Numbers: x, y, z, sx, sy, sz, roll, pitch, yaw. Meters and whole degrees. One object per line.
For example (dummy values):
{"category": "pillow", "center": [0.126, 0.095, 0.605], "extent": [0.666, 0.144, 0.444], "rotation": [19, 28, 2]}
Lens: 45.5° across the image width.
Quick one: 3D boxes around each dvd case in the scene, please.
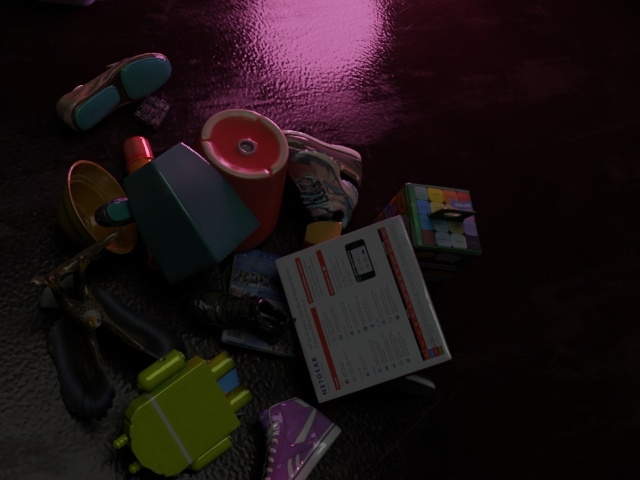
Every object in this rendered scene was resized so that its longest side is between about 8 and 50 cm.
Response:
{"category": "dvd case", "center": [-0.125, 0.141, 1.741], "extent": [0.180, 0.022, 0.253], "rotation": [16, 57, -17]}

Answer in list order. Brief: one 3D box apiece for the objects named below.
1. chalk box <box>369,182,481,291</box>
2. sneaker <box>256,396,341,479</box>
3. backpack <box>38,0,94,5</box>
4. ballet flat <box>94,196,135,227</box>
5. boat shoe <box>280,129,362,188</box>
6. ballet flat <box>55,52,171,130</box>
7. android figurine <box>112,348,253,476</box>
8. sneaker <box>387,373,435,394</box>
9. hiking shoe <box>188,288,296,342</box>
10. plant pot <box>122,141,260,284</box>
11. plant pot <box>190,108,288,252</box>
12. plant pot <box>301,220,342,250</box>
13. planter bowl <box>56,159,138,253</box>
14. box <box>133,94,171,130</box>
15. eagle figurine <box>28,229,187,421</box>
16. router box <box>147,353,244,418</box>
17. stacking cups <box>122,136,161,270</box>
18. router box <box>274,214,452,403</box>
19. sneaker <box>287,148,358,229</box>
{"category": "chalk box", "center": [0.261, -0.019, 1.842], "extent": [0.180, 0.289, 0.179], "rotation": [7, 59, -22]}
{"category": "sneaker", "center": [-0.093, 0.435, 1.547], "extent": [0.161, 0.102, 0.282], "rotation": [40, 43, 5]}
{"category": "backpack", "center": [-0.612, -0.704, 1.899], "extent": [0.253, 0.191, 0.225], "rotation": [-3, 66, -18]}
{"category": "ballet flat", "center": [-0.391, -0.067, 1.603], "extent": [0.074, 0.074, 0.203], "rotation": [53, 35, 10]}
{"category": "boat shoe", "center": [-0.031, -0.197, 1.924], "extent": [0.305, 0.109, 0.091], "rotation": [11, 54, -23]}
{"category": "ballet flat", "center": [-0.499, -0.370, 1.818], "extent": [0.106, 0.108, 0.316], "rotation": [22, 46, 32]}
{"category": "android figurine", "center": [-0.265, 0.338, 1.469], "extent": [0.273, 0.056, 0.248], "rotation": [-36, 115, -21]}
{"category": "sneaker", "center": [0.175, 0.254, 1.773], "extent": [0.226, 0.086, 0.163], "rotation": [24, 58, -9]}
{"category": "hiking shoe", "center": [-0.166, 0.144, 1.634], "extent": [0.226, 0.114, 0.086], "rotation": [18, 56, -15]}
{"category": "plant pot", "center": [-0.280, -0.066, 1.564], "extent": [0.234, 0.165, 0.165], "rotation": [57, 40, -12]}
{"category": "plant pot", "center": [-0.194, -0.145, 1.722], "extent": [0.274, 0.243, 0.275], "rotation": [10, 55, -15]}
{"category": "plant pot", "center": [0.000, 0.000, 1.846], "extent": [0.083, 0.081, 0.082], "rotation": [13, 57, -5]}
{"category": "planter bowl", "center": [-0.491, -0.053, 1.618], "extent": [0.217, 0.090, 0.217], "rotation": [56, 19, -29]}
{"category": "box", "center": [-0.413, -0.316, 1.874], "extent": [0.067, 0.018, 0.083], "rotation": [25, 55, -10]}
{"category": "eagle figurine", "center": [-0.435, 0.172, 1.494], "extent": [0.298, 0.226, 0.225], "rotation": [61, 18, -13]}
{"category": "router box", "center": [-0.257, 0.310, 1.569], "extent": [0.178, 0.046, 0.133], "rotation": [-2, 64, -26]}
{"category": "stacking cups", "center": [-0.386, -0.087, 1.722], "extent": [0.096, 0.096, 0.316], "rotation": [-10, 62, -29]}
{"category": "router box", "center": [0.092, 0.151, 1.676], "extent": [0.301, 0.082, 0.336], "rotation": [-19, 76, 7]}
{"category": "sneaker", "center": [0.003, -0.118, 1.832], "extent": [0.283, 0.110, 0.122], "rotation": [39, 55, -47]}
